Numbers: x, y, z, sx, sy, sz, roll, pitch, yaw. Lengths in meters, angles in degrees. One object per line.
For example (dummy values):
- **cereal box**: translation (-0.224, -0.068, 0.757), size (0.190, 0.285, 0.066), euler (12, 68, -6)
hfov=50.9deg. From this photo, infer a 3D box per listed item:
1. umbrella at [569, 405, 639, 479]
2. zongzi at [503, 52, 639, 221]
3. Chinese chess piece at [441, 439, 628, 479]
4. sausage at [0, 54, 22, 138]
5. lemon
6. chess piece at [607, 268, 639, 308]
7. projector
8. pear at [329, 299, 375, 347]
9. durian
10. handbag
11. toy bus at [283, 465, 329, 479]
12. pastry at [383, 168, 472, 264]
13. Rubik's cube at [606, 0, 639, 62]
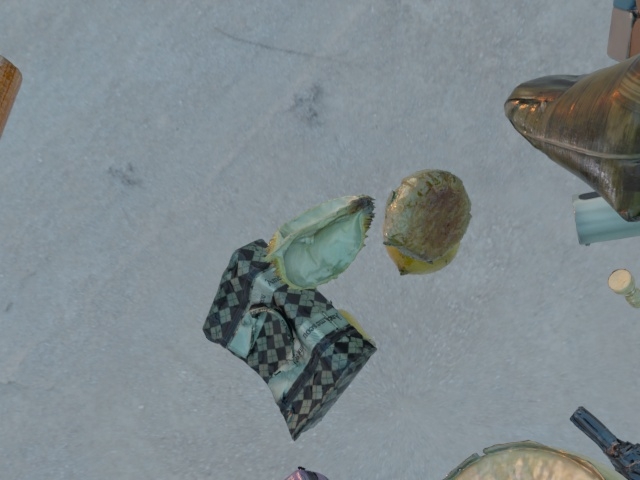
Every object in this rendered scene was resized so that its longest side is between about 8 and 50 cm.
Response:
- **umbrella**: translation (0.618, 0.444, 1.266), size (0.118, 0.118, 0.340), euler (-45, 66, -5)
- **zongzi**: translation (0.376, -0.205, 0.905), size (0.134, 0.288, 0.286), euler (-32, 48, -13)
- **Chinese chess piece**: translation (0.191, 0.319, 0.598), size (0.112, 0.270, 0.270), euler (37, 81, -25)
- **sausage**: translation (-0.441, -0.079, 0.784), size (0.092, 0.093, 0.312), euler (4, 65, 8)
- **lemon**: translation (0.294, -0.028, 1.982), size (0.228, 0.228, 0.254), euler (-9, 78, 5)
- **chess piece**: translation (0.822, 0.131, 1.791), size (0.066, 0.122, 0.066), euler (-33, 38, 31)
- **projector**: translation (0.664, -0.068, 1.291), size (0.337, 0.108, 0.108), euler (-10, 74, 25)
- **pear**: translation (0.010, 0.266, 1.887), size (0.266, 0.267, 0.178), euler (-23, 67, 1)
- **durian**: translation (0.000, 0.000, 1.182), size (0.252, 0.139, 0.145), euler (-22, 80, -21)
- **handbag**: translation (-0.103, 0.247, 1.677), size (0.416, 0.180, 0.317), euler (44, 122, 18)
- **toy bus**: translation (-0.065, 0.483, 1.152), size (0.199, 0.108, 0.096), euler (-41, 38, 3)
- **pastry**: translation (0.267, -0.067, 1.708), size (0.120, 0.257, 0.236), euler (26, 91, 53)
- **Rubik's cube**: translation (0.815, -0.511, 1.331), size (0.346, 0.344, 0.347), euler (-5, 116, 1)
